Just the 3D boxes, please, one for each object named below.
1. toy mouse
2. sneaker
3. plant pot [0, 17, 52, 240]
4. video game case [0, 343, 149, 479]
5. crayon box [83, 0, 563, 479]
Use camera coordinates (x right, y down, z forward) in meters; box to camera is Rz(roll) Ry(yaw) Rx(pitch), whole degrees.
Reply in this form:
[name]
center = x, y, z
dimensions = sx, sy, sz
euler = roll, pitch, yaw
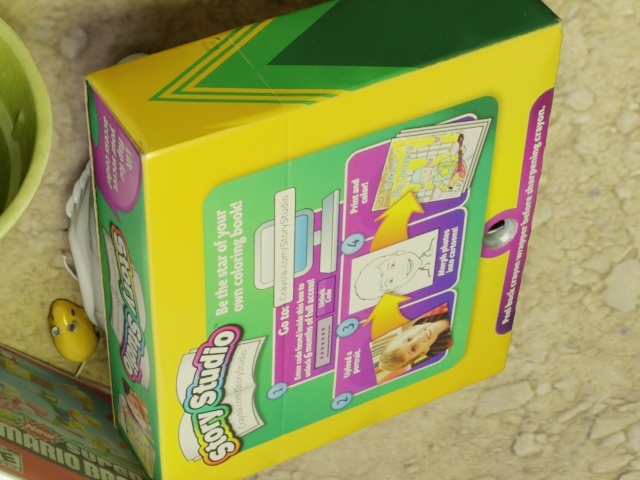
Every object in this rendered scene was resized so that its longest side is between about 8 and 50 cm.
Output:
[toy mouse]
center = -0.162, 0.065, 1.324
dimensions = 0.143, 0.031, 0.161
euler = -10, 134, 5
[sneaker]
center = -0.155, -0.025, 1.195
dimensions = 0.091, 0.094, 0.258
euler = 23, 123, 32
[plant pot]
center = -0.336, -0.012, 1.099
dimensions = 0.276, 0.276, 0.254
euler = 6, 146, -11
[video game case]
center = -0.183, 0.171, 1.250
dimensions = 0.204, 0.285, 0.025
euler = 27, 98, -18
[crayon box]
center = 0.000, 0.000, 1.147
dimensions = 0.313, 0.106, 0.363
euler = -19, 138, -21
